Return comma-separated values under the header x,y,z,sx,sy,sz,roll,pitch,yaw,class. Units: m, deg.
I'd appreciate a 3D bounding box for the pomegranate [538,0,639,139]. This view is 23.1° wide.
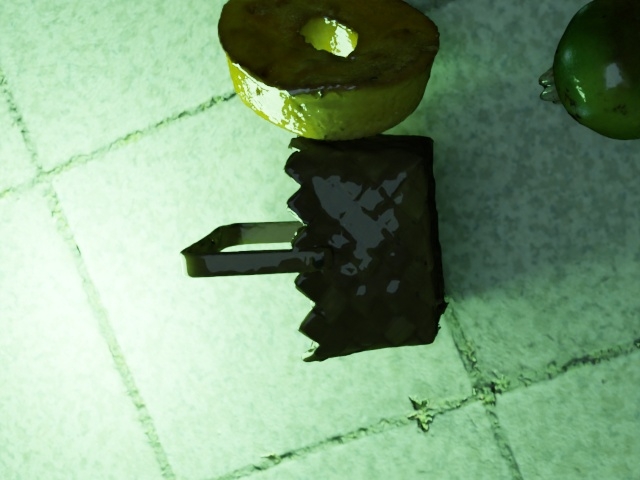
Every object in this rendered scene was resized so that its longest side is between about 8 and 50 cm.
x,y,z,sx,sy,sz,roll,pitch,yaw,class
0.347,-0.199,1.873,0.210,0.180,0.180,-18,95,52,pomegranate

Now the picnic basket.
x,y,z,sx,sy,sz,roll,pitch,yaw,class
0.000,0.000,1.990,0.321,0.254,0.291,-3,101,11,picnic basket

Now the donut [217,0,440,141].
x,y,z,sx,sy,sz,roll,pitch,yaw,class
0.009,-0.222,1.949,0.277,0.277,0.108,17,129,17,donut
